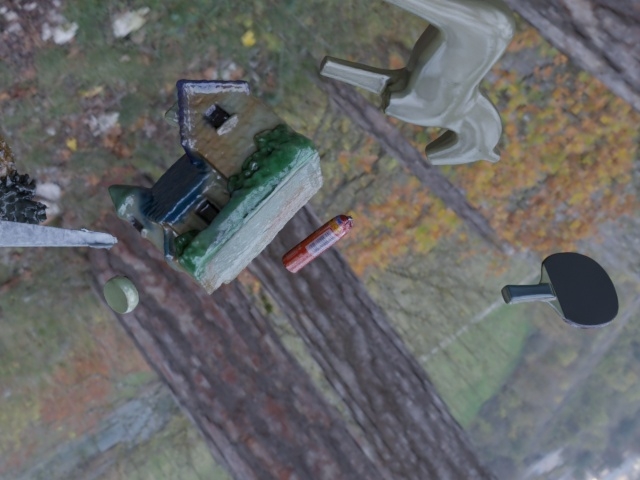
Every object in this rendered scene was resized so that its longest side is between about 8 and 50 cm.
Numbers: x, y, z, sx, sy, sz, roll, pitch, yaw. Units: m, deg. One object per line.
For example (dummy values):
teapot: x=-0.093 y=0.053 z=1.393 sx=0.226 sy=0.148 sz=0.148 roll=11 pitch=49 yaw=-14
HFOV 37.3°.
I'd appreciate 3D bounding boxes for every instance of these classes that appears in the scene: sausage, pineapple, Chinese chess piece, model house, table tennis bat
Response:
sausage: x=0.000 y=0.000 z=1.378 sx=0.129 sy=0.034 sz=0.034 roll=-38 pitch=154 yaw=27
pineapple: x=-0.652 y=-0.122 z=1.906 sx=0.158 sy=0.279 sz=0.158 roll=-42 pitch=-170 yaw=9
Chinese chess piece: x=-0.428 y=0.116 z=2.037 sx=0.034 sy=0.084 sz=0.084 roll=-32 pitch=153 yaw=-46
model house: x=-0.197 y=-0.112 z=1.630 sx=0.312 sy=0.280 sz=0.245 roll=-46 pitch=168 yaw=-6
table tennis bat: x=0.438 y=0.092 z=1.722 sx=0.274 sy=0.154 sz=0.021 roll=-2 pitch=153 yaw=-32

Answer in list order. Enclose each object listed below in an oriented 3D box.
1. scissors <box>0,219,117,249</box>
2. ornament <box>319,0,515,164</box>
scissors: x=-0.396 y=-0.011 z=1.041 sx=0.360 sy=0.029 sz=0.191 roll=5 pitch=91 yaw=-29
ornament: x=0.126 y=-0.174 z=1.024 sx=0.244 sy=0.061 sz=0.230 roll=16 pitch=138 yaw=-16
